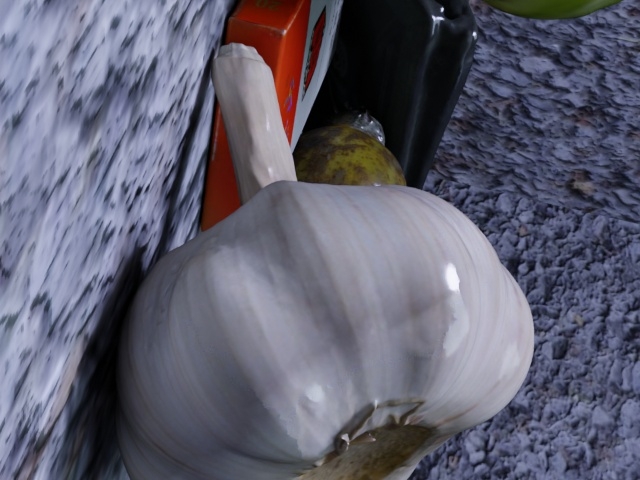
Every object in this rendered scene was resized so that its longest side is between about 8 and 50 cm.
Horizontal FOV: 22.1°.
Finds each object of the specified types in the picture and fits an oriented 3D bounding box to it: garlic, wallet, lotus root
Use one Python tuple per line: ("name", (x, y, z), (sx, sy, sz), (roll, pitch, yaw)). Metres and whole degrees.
("garlic", (-0.023, 0.008, 0.758), (0.199, 0.199, 0.226), (93, -23, -67))
("wallet", (0.032, -0.107, 1.136), (0.168, 0.052, 0.245), (60, -29, 34))
("lotus root", (0.000, 0.000, 1.031), (0.120, 0.120, 0.209), (96, 4, -58))

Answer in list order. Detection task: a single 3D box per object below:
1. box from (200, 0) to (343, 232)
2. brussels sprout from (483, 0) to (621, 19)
("box", (-0.018, -0.118, 0.945), (0.245, 0.035, 0.139), (-71, 173, -57))
("brussels sprout", (0.109, -0.266, 0.846), (0.328, 0.247, 0.328), (3, 90, -73))
